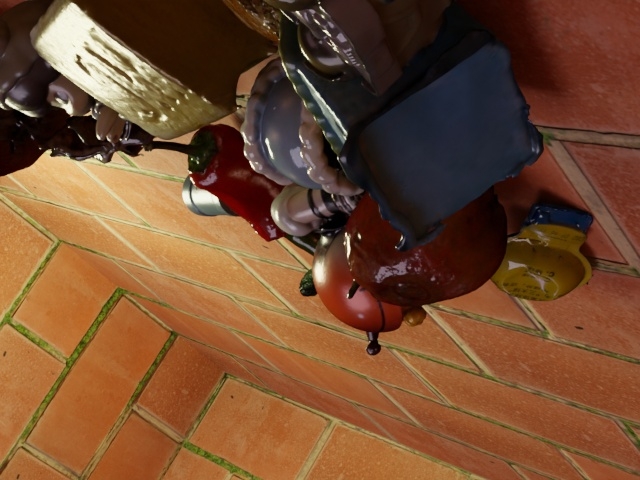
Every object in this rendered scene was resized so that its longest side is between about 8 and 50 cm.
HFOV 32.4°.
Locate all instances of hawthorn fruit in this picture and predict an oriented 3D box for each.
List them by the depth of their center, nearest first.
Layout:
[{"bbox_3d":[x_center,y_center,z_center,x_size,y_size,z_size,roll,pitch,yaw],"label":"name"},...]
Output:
[{"bbox_3d":[0.134,-0.006,1.555,0.224,0.260,0.224,57,-170,-15],"label":"hawthorn fruit"},{"bbox_3d":[-0.657,-0.282,2.150,0.324,0.308,0.308,33,164,15],"label":"hawthorn fruit"}]

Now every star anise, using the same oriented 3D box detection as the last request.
[{"bbox_3d":[-0.404,-0.206,2.133,0.288,0.088,0.288,-9,173,-1],"label":"star anise"}]

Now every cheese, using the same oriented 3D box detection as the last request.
[{"bbox_3d":[0.325,0.023,1.629,0.176,0.069,0.270,13,152,1],"label":"cheese"}]

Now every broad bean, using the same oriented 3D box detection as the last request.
[{"bbox_3d":[0.000,0.000,2.215,0.291,0.049,0.144,21,155,25],"label":"broad bean"}]

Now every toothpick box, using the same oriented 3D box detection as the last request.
[{"bbox_3d":[-0.196,-0.097,2.181,0.101,0.101,0.153,41,160,-28],"label":"toothpick box"}]

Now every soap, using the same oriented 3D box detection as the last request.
[{"bbox_3d":[-0.261,-0.296,1.640,0.293,0.156,0.335,33,165,-21],"label":"soap"}]

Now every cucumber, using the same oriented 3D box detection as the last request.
[{"bbox_3d":[-0.009,0.089,2.470,0.058,0.058,0.187,33,165,-5],"label":"cucumber"}]

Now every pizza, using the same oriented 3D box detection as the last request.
[{"bbox_3d":[-0.071,-0.301,1.395,0.199,0.062,0.188,42,-178,26],"label":"pizza"}]

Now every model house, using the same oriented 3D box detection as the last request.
[{"bbox_3d":[0.081,-0.185,1.274,0.303,0.215,0.237,57,-178,40],"label":"model house"}]

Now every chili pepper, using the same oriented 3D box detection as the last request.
[{"bbox_3d":[-0.170,-0.139,1.959,0.338,0.131,0.134,40,-173,-37],"label":"chili pepper"}]

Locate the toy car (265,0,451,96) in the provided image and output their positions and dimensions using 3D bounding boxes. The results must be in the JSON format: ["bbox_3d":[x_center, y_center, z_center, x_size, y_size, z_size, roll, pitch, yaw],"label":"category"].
[{"bbox_3d":[-0.008,-0.326,1.053,0.336,0.226,0.242,46,-178,17],"label":"toy car"}]

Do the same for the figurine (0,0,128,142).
[{"bbox_3d":[-0.408,-0.287,1.883,0.380,0.203,0.248,19,179,-2],"label":"figurine"}]

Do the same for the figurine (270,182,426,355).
[{"bbox_3d":[0.064,0.022,1.831,0.323,0.196,0.320,53,175,-16],"label":"figurine"}]

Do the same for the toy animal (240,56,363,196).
[{"bbox_3d":[-0.018,-0.153,1.609,0.204,0.156,0.208,11,151,41],"label":"toy animal"}]
